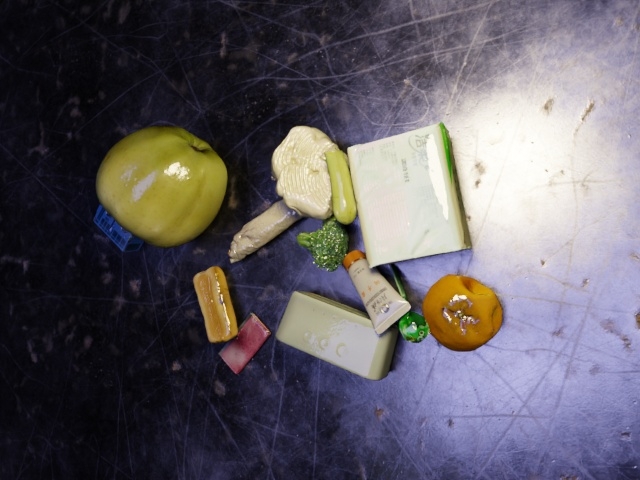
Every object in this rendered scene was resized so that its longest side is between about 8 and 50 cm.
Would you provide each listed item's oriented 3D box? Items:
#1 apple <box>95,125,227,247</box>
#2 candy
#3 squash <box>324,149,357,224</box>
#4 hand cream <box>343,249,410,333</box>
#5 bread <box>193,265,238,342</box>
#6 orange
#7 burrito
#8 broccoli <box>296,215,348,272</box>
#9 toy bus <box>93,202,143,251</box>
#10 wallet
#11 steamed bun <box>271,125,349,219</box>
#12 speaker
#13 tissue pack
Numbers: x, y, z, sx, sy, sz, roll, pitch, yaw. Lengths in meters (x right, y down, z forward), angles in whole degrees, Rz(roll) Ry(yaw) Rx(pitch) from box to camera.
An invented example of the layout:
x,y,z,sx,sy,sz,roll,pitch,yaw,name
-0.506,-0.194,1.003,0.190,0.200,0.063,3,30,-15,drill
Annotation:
x,y,z,sx,sy,sz,roll,pitch,yaw,name
-0.590,-0.213,1.995,0.474,0.474,0.473,-1,88,25,apple
0.275,0.195,1.728,0.097,0.097,0.323,-33,43,20,candy
0.068,-0.175,1.728,0.083,0.083,0.250,-7,99,24,squash
0.173,0.166,1.755,0.140,0.089,0.314,-44,46,9,hand cream
-0.410,0.256,2.082,0.142,0.091,0.305,-25,74,29,bread
0.437,0.233,1.650,0.249,0.183,0.248,-1,88,25,orange
-0.211,-0.051,2.015,0.392,0.076,0.117,-34,66,18,burrito
0.000,0.000,1.864,0.194,0.194,0.219,18,67,24,broccoli
-0.875,-0.064,2.294,0.234,0.116,0.133,40,108,18,toy bus
-0.299,0.408,2.069,0.119,0.025,0.232,44,107,19,wallet
-0.035,-0.230,1.869,0.275,0.206,0.319,4,85,8,steamed bun
0.061,0.321,1.825,0.406,0.183,0.184,18,91,24,speaker
0.291,-0.135,1.714,0.332,0.205,0.404,-12,83,24,tissue pack
